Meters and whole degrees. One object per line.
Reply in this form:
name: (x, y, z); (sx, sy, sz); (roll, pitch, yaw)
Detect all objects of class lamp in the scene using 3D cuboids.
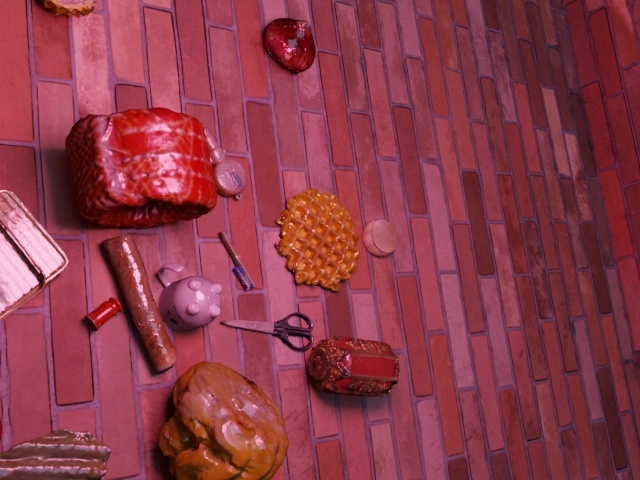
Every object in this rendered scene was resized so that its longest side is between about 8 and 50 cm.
lamp: (0.099, 0.362, 2.047); (0.273, 0.177, 0.177); (15, 69, -34)

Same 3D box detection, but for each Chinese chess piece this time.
Chinese chess piece: (0.190, -0.009, 2.293); (0.122, 0.051, 0.122); (13, 68, -34)

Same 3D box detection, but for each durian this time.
durian: (-0.661, -0.650, 1.823); (0.140, 0.078, 0.224); (-15, 76, -26)

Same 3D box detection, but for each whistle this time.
whistle: (-0.274, -0.213, 1.998); (0.107, 0.057, 0.220); (-32, 95, -37)

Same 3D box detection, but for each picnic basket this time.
picnic basket: (-0.720, 0.060, 1.512); (0.313, 0.175, 0.228); (-44, 104, -37)

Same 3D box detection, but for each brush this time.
brush: (-0.236, 0.058, 1.967); (0.030, 0.033, 0.179); (-33, 98, -24)

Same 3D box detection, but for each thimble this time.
thimble: (-0.421, -0.162, 1.702); (0.350, 0.350, 0.231); (-5, 81, -37)

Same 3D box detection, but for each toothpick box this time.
toothpick box: (-0.517, 0.175, 1.714); (0.083, 0.047, 0.047); (-41, 103, -38)

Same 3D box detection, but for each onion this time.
onion: (-0.083, -0.610, 2.196); (0.184, 0.147, 0.184); (22, 51, -29)

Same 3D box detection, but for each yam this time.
yam: (-0.438, 0.153, 1.764); (0.081, 0.081, 0.357); (-23, 93, -39)

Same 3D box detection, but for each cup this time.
cup: (-0.322, 0.135, 1.810); (0.134, 0.142, 0.174); (-6, 80, -37)

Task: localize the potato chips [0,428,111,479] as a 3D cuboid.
potato chips: (-0.593, 0.613, 1.505); (0.389, 0.097, 0.373); (-18, 87, -40)

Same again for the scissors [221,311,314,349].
scissors: (-0.144, 0.243, 1.991); (0.299, 0.022, 0.109); (11, 67, -33)

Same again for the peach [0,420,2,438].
peach: (-0.746, 0.395, 1.396); (0.189, 0.196, 0.226); (34, 50, 15)

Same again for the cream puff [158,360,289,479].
cream puff: (-0.254, 0.471, 1.722); (0.324, 0.257, 0.291); (45, 6, 25)

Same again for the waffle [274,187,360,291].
waffle: (-0.002, -0.011, 2.143); (0.329, 0.062, 0.329); (10, 72, -34)
